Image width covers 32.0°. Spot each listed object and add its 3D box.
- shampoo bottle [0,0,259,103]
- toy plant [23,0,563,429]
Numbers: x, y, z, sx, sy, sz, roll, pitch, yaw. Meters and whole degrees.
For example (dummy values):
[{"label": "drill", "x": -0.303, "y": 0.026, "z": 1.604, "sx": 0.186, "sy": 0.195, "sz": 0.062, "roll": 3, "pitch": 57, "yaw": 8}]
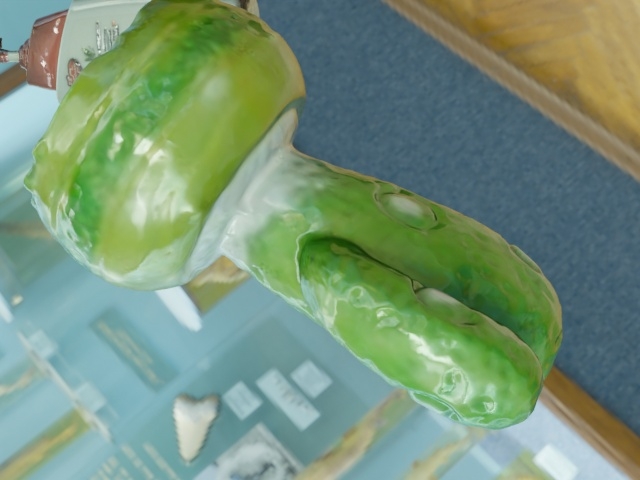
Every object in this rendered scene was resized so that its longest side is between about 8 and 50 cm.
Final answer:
[{"label": "shampoo bottle", "x": -0.196, "y": -0.165, "z": 1.055, "sx": 0.284, "sy": 0.071, "sz": 0.153, "roll": 4, "pitch": 109, "yaw": 12}, {"label": "toy plant", "x": 0.000, "y": 0.000, "z": 0.678, "sx": 0.316, "sy": 0.184, "sz": 0.224, "roll": 34, "pitch": -169, "yaw": 5}]
